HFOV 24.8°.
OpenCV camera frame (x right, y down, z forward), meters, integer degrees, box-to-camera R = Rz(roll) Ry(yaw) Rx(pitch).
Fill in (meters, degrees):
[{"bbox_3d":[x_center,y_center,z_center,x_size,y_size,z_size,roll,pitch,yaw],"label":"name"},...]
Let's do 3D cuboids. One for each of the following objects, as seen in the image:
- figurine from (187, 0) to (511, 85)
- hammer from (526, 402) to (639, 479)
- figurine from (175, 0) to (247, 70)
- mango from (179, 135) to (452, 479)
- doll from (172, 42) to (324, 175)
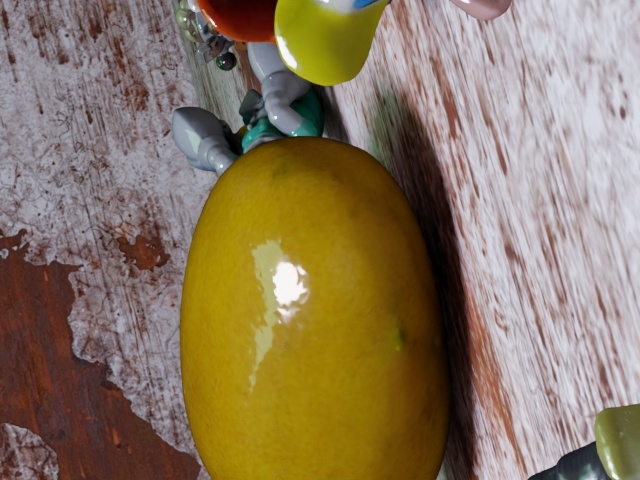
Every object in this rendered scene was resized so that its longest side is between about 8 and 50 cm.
[{"bbox_3d":[0.005,-0.214,0.983,0.193,0.154,0.421,-61,19,25],"label":"figurine"},{"bbox_3d":[0.134,0.144,0.804,0.226,0.159,0.041,-53,50,56],"label":"hammer"},{"bbox_3d":[-0.159,-0.321,2.182,0.197,0.093,0.147,-123,9,-66],"label":"figurine"},{"bbox_3d":[-0.005,0.091,1.294,0.446,0.232,0.300,93,154,-49],"label":"mango"},{"bbox_3d":[-0.056,-0.141,1.581,0.153,0.195,0.258,46,173,-22],"label":"doll"}]
